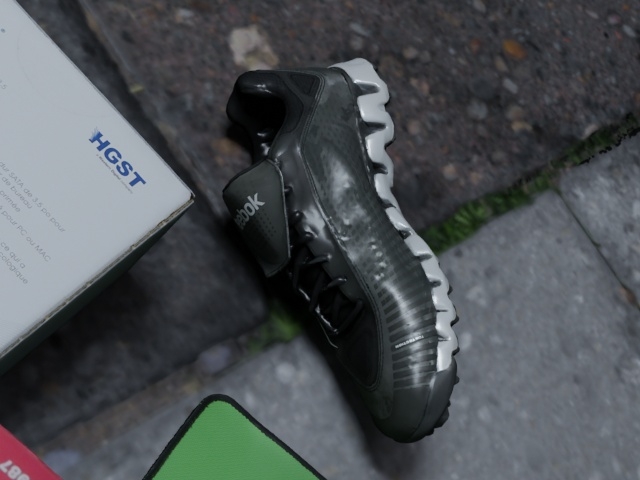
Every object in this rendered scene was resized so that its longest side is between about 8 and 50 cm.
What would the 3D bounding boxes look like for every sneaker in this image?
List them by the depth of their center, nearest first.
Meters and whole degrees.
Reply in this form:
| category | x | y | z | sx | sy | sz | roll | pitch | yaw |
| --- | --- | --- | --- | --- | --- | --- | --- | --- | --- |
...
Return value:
| category | x | y | z | sx | sy | sz | roll | pitch | yaw |
| --- | --- | --- | --- | --- | --- | --- | --- | --- | --- |
| sneaker | 0.000 | 0.000 | 0.655 | 0.106 | 0.078 | 0.234 | 3 | 59 | -29 |

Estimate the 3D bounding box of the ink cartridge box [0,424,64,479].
| category | x | y | z | sx | sy | sz | roll | pitch | yaw |
| --- | --- | --- | --- | --- | --- | --- | --- | --- | --- |
| ink cartridge box | -0.146 | 0.238 | 0.381 | 0.226 | 0.131 | 0.306 | 44 | 51 | -2 |

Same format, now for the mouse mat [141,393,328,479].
| category | x | y | z | sx | sy | sz | roll | pitch | yaw |
| --- | --- | --- | --- | --- | --- | --- | --- | --- | --- |
| mouse mat | -0.018 | 0.180 | 0.581 | 0.190 | 0.007 | 0.152 | 41 | 49 | -5 |

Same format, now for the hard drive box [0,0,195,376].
| category | x | y | z | sx | sy | sz | roll | pitch | yaw |
| --- | --- | --- | --- | --- | --- | --- | --- | --- | --- |
| hard drive box | -0.198 | -0.008 | 0.518 | 0.181 | 0.089 | 0.232 | 48 | 49 | -1 |
